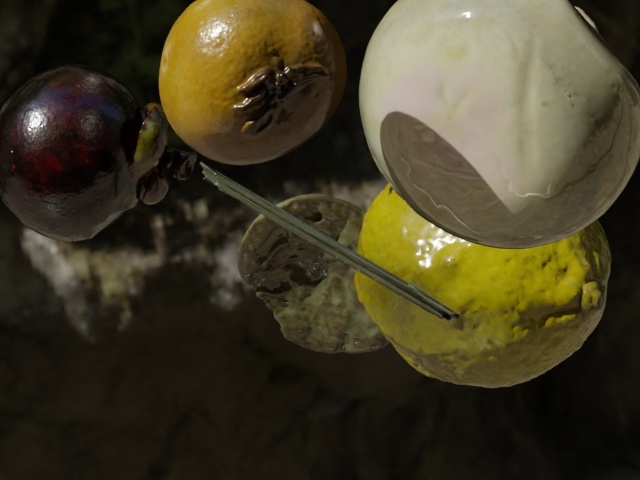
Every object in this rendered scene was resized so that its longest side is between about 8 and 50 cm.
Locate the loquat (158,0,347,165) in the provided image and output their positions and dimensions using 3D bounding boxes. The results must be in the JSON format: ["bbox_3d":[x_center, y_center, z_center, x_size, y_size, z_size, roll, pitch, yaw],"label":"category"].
[{"bbox_3d":[-0.050,-0.124,1.291,0.141,0.141,0.141,-10,19,4],"label":"loquat"}]

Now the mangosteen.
[{"bbox_3d":[-0.291,-0.111,2.245,0.265,0.228,0.228,2,20,0],"label":"mangosteen"}]

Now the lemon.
[{"bbox_3d":[0.183,0.033,1.956,0.268,0.268,0.322,-22,37,-28],"label":"lemon"}]

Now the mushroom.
[{"bbox_3d":[0.153,-0.119,1.424,0.246,0.246,0.202,6,41,41],"label":"mushroom"}]

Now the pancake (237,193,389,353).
[{"bbox_3d":[0.010,0.044,2.190,0.222,0.236,0.042,-49,10,31],"label":"pancake"}]

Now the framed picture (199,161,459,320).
[{"bbox_3d":[0.000,0.000,1.600,0.252,0.014,0.197,30,0,-9],"label":"framed picture"}]
